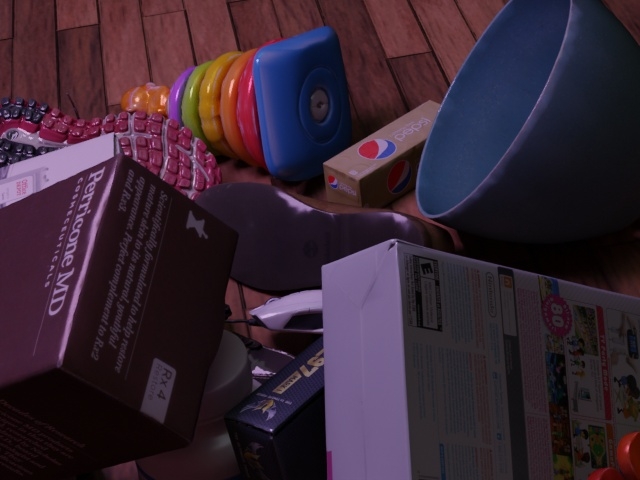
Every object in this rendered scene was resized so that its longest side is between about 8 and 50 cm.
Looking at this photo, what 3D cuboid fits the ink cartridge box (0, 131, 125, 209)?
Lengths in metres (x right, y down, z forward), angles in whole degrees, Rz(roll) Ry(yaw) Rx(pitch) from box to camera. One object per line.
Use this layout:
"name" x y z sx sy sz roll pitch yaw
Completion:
"ink cartridge box" -0.292 0.043 1.534 0.283 0.207 0.117 -17 35 3

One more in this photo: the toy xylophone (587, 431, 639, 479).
"toy xylophone" 0.333 0.211 1.245 0.081 0.236 0.323 -21 17 44

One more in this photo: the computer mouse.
"computer mouse" -0.035 0.069 1.596 0.193 0.042 0.106 3 2 -4

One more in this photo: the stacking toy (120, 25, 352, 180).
"stacking toy" -0.124 -0.162 1.915 0.302 0.165 0.175 3 19 33

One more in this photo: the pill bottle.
"pill bottle" -0.089 0.185 1.315 0.124 0.221 0.124 -5 34 3

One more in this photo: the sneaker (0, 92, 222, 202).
"sneaker" -0.257 -0.089 1.856 0.299 0.112 0.120 15 64 9

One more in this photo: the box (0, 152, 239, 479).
"box" -0.254 0.091 1.269 0.381 0.143 0.191 -20 47 38

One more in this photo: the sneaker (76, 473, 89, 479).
"sneaker" -0.281 0.210 1.460 0.152 0.058 0.084 -14 26 -21

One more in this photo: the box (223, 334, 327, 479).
"box" 0.027 0.190 1.276 0.059 0.232 0.183 13 37 42

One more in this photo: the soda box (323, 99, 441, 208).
"soda box" 0.090 -0.095 1.838 0.181 0.058 0.061 -33 41 -31

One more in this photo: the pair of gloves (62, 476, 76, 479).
"pair of gloves" -0.318 0.227 1.400 0.204 0.042 0.240 -33 49 -2

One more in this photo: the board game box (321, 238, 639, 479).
"board game box" 0.146 0.139 1.225 0.303 0.224 0.097 13 -23 -37

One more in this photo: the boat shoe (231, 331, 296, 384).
"boat shoe" -0.089 0.117 1.567 0.152 0.049 0.056 5 39 21

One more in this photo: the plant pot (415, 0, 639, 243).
"plant pot" 0.260 -0.112 1.681 0.195 0.290 0.290 27 32 -15

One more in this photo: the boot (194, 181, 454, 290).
"boot" 0.000 0.000 1.710 0.305 0.112 0.115 9 7 30
